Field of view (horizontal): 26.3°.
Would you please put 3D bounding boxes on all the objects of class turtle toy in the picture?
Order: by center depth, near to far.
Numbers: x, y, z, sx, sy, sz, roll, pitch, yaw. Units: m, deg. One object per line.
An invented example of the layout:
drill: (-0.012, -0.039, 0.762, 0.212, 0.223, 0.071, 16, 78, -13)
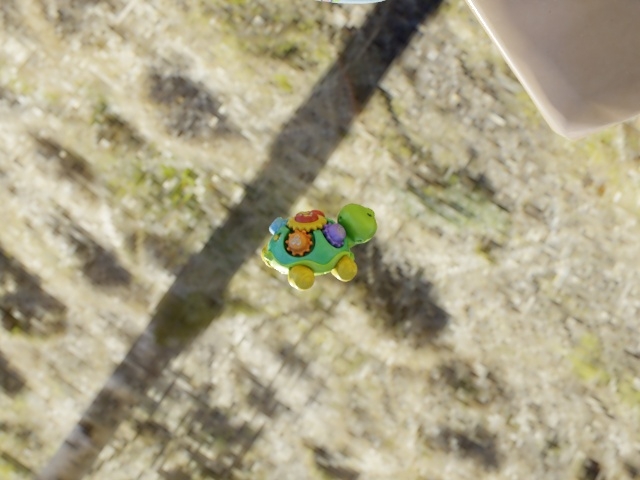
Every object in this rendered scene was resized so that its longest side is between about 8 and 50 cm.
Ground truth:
turtle toy: (0.000, 0.000, 1.427, 0.095, 0.130, 0.066, 35, 133, 57)

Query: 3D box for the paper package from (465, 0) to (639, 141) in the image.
paper package: (0.174, -0.249, 0.637, 0.309, 0.168, 0.325, -22, 128, 27)

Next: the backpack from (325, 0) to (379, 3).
backpack: (-0.003, -0.217, 0.784, 0.173, 0.158, 0.117, 4, 168, -14)
